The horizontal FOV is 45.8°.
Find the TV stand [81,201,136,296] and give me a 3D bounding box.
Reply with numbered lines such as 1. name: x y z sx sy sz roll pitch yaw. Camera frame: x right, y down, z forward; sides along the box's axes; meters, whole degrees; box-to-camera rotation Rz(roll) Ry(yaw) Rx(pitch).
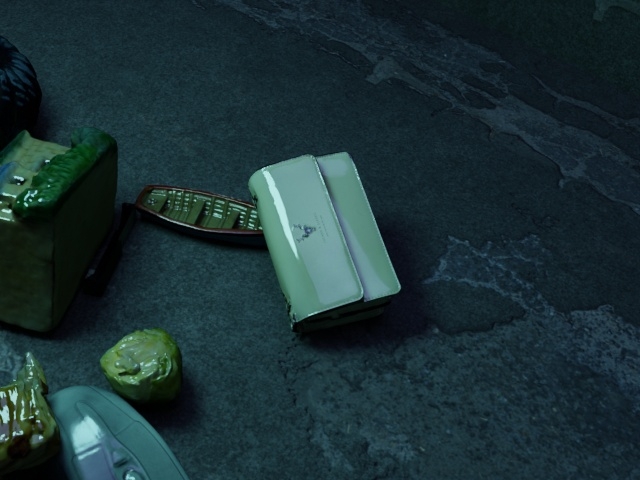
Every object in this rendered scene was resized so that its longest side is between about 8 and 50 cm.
1. TV stand: -0.467 0.015 1.697 0.040 0.049 0.256 11 44 1

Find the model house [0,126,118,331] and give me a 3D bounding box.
1. model house: -0.640 -0.071 1.562 0.343 0.334 0.382 13 35 0

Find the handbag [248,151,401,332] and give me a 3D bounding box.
1. handbag: 0.000 0.000 1.655 0.237 0.160 0.358 -13 69 -16

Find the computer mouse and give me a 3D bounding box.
1. computer mouse: -0.363 0.377 1.305 0.188 0.122 0.371 -30 60 -33

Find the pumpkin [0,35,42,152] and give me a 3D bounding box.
1. pumpkin: -0.853 -0.367 1.819 0.363 0.266 0.363 34 29 -22

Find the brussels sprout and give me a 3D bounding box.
1. brussels sprout: -0.329 0.250 1.432 0.149 0.122 0.151 -9 29 10

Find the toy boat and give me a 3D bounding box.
1. toy boat: -0.238 -0.049 1.784 0.392 0.079 0.136 13 43 3

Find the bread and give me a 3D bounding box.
1. bread: -0.638 0.302 1.254 0.370 0.191 0.314 -22 55 -20
